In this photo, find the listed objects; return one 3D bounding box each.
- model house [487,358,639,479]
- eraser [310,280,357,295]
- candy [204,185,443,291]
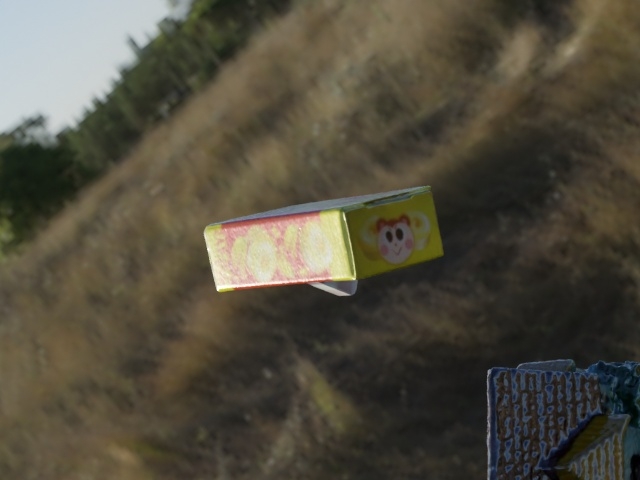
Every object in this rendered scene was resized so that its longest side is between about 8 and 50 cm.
[{"bbox_3d":[0.293,0.278,1.982,0.230,0.281,0.248,-9,-17,31],"label":"model house"},{"bbox_3d":[0.011,0.035,2.183,0.026,0.105,0.065,-3,73,41],"label":"eraser"},{"bbox_3d":[0.000,0.000,1.858,0.146,0.088,0.276,-13,3,-40],"label":"candy"}]
